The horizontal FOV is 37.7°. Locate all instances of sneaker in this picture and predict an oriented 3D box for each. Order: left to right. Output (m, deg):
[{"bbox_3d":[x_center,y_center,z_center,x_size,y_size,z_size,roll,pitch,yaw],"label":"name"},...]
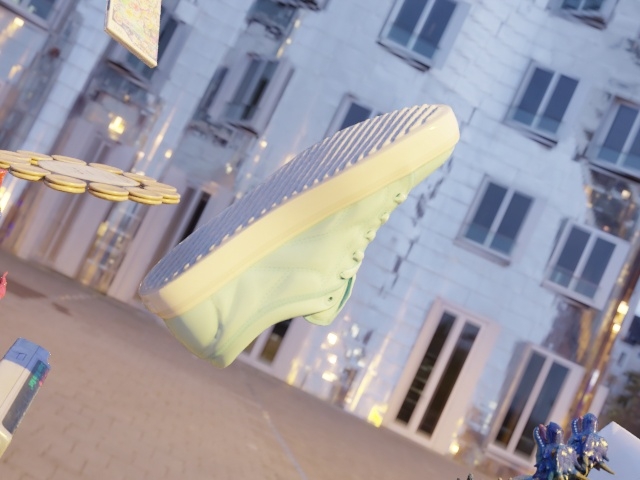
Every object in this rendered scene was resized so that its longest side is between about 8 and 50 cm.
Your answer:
[{"bbox_3d":[0.000,0.000,0.971,0.150,0.365,0.135,55,7,-23],"label":"sneaker"}]

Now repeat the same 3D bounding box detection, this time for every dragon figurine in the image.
[{"bbox_3d":[0.184,0.293,0.843,0.085,0.289,0.144,13,-9,-20],"label":"dragon figurine"}]

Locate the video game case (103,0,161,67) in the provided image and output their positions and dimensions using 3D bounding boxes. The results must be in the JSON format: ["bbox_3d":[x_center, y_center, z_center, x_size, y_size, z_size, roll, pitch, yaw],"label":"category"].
[{"bbox_3d":[-0.242,-0.294,1.217,0.011,0.122,0.087,-21,-36,27],"label":"video game case"}]

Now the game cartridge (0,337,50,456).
[{"bbox_3d":[-0.381,0.244,0.985,0.068,0.230,0.355,37,3,-11],"label":"game cartridge"}]

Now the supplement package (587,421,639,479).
[{"bbox_3d":[0.376,0.377,1.129,0.145,0.204,0.262,55,-5,-19],"label":"supplement package"}]

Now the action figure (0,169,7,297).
[{"bbox_3d":[-0.512,0.008,1.397,0.091,0.281,0.139,5,20,-18],"label":"action figure"}]

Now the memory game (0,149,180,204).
[{"bbox_3d":[-0.226,-0.061,0.906,0.186,0.012,0.186,13,8,-2],"label":"memory game"}]
